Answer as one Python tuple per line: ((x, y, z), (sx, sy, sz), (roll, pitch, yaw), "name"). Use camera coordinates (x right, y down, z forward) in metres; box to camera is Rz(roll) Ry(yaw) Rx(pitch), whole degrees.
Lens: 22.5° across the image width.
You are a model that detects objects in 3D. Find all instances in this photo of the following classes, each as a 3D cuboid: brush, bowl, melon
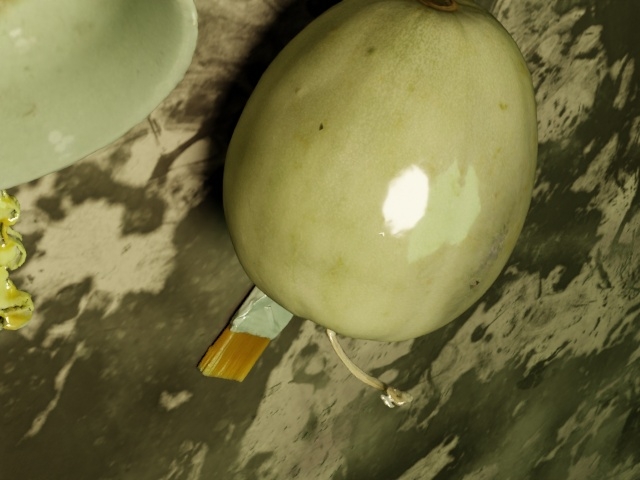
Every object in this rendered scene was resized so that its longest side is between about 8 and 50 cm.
((0.000, 0.000, 1.556), (0.336, 0.020, 0.085), (-54, 149, 8), "brush")
((-0.228, -0.147, 0.942), (0.289, 0.146, 0.289), (-16, 158, -7), "bowl")
((0.052, -0.059, 1.335), (0.308, 0.272, 0.272), (-51, 150, 9), "melon")

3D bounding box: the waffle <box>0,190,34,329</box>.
((-0.343, 0.065, 1.140), (0.317, 0.073, 0.297), (-47, 155, -16), "waffle")
